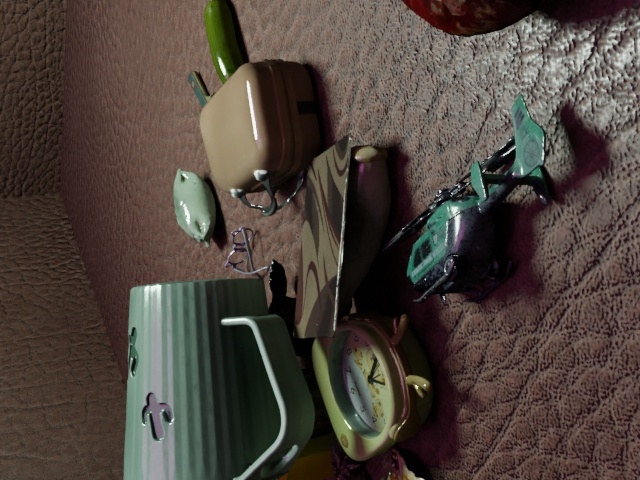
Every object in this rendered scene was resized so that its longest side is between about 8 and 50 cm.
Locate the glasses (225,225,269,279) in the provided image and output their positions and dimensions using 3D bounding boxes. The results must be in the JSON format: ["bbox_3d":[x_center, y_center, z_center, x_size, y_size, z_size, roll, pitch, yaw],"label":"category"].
[{"bbox_3d":[-0.171,0.049,1.671,0.104,0.062,0.140,57,145,32],"label":"glasses"}]

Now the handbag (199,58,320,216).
[{"bbox_3d":[-0.118,-0.188,1.422,0.301,0.149,0.283,-23,76,58],"label":"handbag"}]

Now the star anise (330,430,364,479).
[{"bbox_3d":[0.046,0.439,1.413,0.124,0.056,0.129,-31,72,60],"label":"star anise"}]

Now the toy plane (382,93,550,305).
[{"bbox_3d":[0.198,-0.023,0.967,0.382,0.106,0.155,121,143,-57],"label":"toy plane"}]

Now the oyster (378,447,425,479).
[{"bbox_3d":[0.174,0.482,1.178,0.354,0.107,0.201,-164,87,-71],"label":"oyster"}]

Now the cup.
[{"bbox_3d":[-0.182,0.274,1.362,0.310,0.400,0.393,17,-111,-75],"label":"cup"}]

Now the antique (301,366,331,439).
[{"bbox_3d":[-0.062,0.391,1.533,0.125,0.150,0.284,56,135,31],"label":"antique"}]

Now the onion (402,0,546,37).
[{"bbox_3d":[0.180,-0.357,0.800,0.246,0.190,0.246,38,146,31],"label":"onion"}]

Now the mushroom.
[{"bbox_3d":[0.054,-0.005,1.230,0.109,0.097,0.352,39,129,32],"label":"mushroom"}]

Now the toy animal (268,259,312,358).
[{"bbox_3d":[-0.079,0.155,1.486,0.179,0.116,0.219,-36,74,57],"label":"toy animal"}]

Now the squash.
[{"bbox_3d":[-0.214,-0.436,1.589,0.069,0.069,0.258,-31,72,59],"label":"squash"}]

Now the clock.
[{"bbox_3d":[0.100,0.233,1.214,0.308,0.096,0.235,-48,56,55],"label":"clock"}]

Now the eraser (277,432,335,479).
[{"bbox_3d":[-0.024,0.458,1.477,0.045,0.122,0.097,52,140,44],"label":"eraser"}]

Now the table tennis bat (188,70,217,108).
[{"bbox_3d":[-0.263,-0.306,1.768,0.301,0.022,0.173,62,146,26],"label":"table tennis bat"}]

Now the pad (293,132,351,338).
[{"bbox_3d":[0.000,0.000,1.212,0.220,0.004,0.331,157,119,-69],"label":"pad"}]

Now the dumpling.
[{"bbox_3d":[-0.336,-0.079,1.875,0.149,0.104,0.217,-35,72,52],"label":"dumpling"}]
